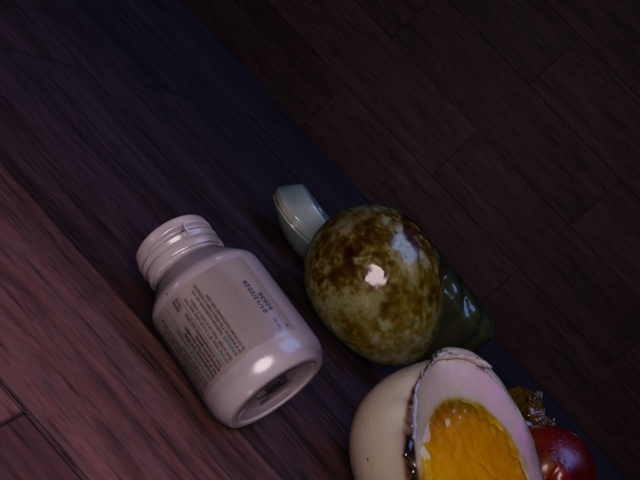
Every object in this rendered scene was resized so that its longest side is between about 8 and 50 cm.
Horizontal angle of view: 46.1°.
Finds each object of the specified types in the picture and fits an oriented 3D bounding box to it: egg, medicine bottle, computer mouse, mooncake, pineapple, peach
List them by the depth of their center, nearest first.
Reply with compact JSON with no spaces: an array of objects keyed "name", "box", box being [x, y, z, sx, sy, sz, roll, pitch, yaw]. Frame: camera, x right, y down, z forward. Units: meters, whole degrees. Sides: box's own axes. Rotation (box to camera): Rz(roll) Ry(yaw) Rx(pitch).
[{"name":"medicine bottle","box":[-0.107,0.079,0.810,0.215,0.135,0.135,51,12,22]},{"name":"egg","box":[0.141,0.290,0.913,0.264,0.174,0.286,-15,78,-49]},{"name":"egg","box":[0.100,0.077,1.300,0.289,0.238,0.238,59,14,13]},{"name":"peach","box":[0.408,0.419,1.367,0.197,0.197,0.197,44,12,-12]},{"name":"computer mouse","box":[-0.005,0.003,1.532,0.288,0.097,0.159,52,4,-38]},{"name":"pineapple","box":[0.440,0.413,1.589,0.158,0.161,0.334,49,9,4]},{"name":"mooncake","box":[0.237,0.125,1.743,0.356,0.194,0.356,43,13,-13]}]
